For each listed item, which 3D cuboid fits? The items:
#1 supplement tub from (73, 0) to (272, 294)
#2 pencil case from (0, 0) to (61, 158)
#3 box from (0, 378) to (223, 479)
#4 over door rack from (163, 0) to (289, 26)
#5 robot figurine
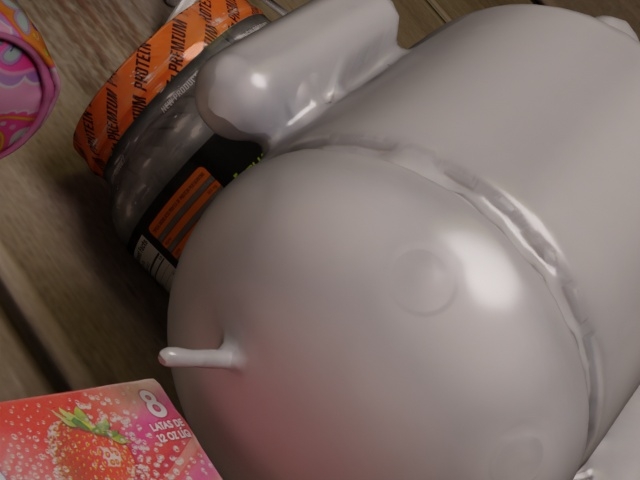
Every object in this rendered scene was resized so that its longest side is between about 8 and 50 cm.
[{"bbox_3d":[0.000,0.000,0.873,0.316,0.193,0.193,47,24,4],"label":"supplement tub"},{"bbox_3d":[-0.261,-0.174,0.845,0.124,0.124,0.284,15,36,-48],"label":"pencil case"},{"bbox_3d":[-0.152,0.157,0.429,0.142,0.154,0.300,53,27,20],"label":"box"},{"bbox_3d":[-0.098,-0.192,1.102,0.239,0.108,0.324,35,5,-21],"label":"over door rack"},{"bbox_3d":[0.066,0.016,0.639,0.300,0.200,0.353,51,46,-1],"label":"robot figurine"}]
